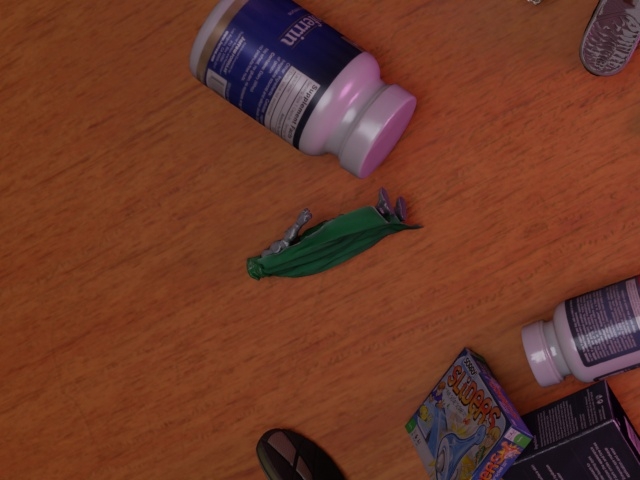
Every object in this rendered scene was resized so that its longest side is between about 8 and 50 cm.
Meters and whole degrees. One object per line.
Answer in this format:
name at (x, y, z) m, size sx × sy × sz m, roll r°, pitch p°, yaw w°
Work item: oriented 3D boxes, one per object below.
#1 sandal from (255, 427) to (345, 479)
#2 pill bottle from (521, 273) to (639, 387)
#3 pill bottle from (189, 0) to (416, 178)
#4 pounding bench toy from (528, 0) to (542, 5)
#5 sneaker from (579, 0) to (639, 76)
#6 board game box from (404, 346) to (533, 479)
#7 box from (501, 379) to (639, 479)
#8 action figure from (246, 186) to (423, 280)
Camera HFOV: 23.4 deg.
sandal at (0.003, 0.382, 2.008) m, size 0.086 × 0.120 × 0.303 m, roll -36°, pitch 85°, yaw 29°
pill bottle at (0.343, 0.114, 1.890) m, size 0.180 × 0.108 × 0.108 m, roll -20°, pitch 89°, yaw 16°
pill bottle at (-0.021, -0.200, 1.945) m, size 0.264 × 0.153 × 0.153 m, roll 35°, pitch 103°, yaw 10°
pounding bench toy at (0.277, -0.336, 1.894) m, size 0.083 × 0.065 × 0.052 m, roll -38°, pitch 84°, yaw 15°
sneaker at (0.373, -0.299, 1.845) m, size 0.083 × 0.118 × 0.222 m, roll 33°, pitch 97°, yaw 0°
board game box at (0.180, 0.236, 1.906) m, size 0.035 × 0.201 × 0.136 m, roll 30°, pitch 103°, yaw -22°
box at (0.317, 0.279, 1.889) m, size 0.158 × 0.093 × 0.156 m, roll -26°, pitch 115°, yaw 16°
action figure at (0.000, 0.000, 1.986) m, size 0.232 × 0.137 × 0.063 m, roll -23°, pitch 65°, yaw 24°
